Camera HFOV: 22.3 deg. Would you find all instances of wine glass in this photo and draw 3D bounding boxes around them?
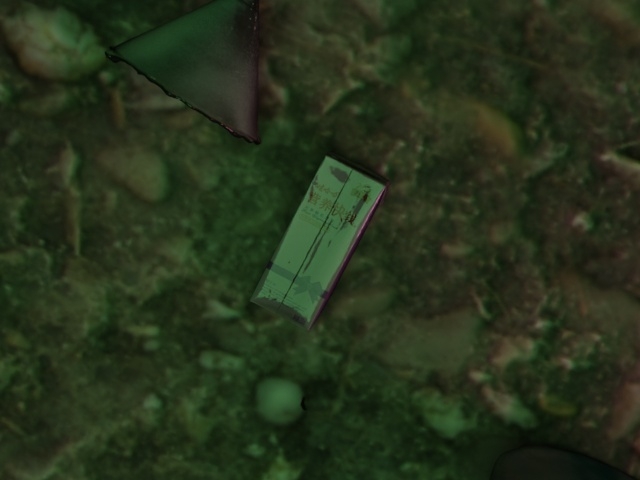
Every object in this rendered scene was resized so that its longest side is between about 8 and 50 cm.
[{"bbox_3d":[-0.042,-0.167,1.054,0.122,0.122,0.183,32,98,0],"label":"wine glass"}]

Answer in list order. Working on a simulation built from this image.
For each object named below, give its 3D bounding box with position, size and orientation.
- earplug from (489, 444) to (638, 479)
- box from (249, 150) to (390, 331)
[{"bbox_3d":[0.135,0.323,1.100,0.185,0.185,0.324,25,108,1],"label":"earplug"},{"bbox_3d":[0.000,0.000,1.116,0.050,0.036,0.117,29,100,0],"label":"box"}]
